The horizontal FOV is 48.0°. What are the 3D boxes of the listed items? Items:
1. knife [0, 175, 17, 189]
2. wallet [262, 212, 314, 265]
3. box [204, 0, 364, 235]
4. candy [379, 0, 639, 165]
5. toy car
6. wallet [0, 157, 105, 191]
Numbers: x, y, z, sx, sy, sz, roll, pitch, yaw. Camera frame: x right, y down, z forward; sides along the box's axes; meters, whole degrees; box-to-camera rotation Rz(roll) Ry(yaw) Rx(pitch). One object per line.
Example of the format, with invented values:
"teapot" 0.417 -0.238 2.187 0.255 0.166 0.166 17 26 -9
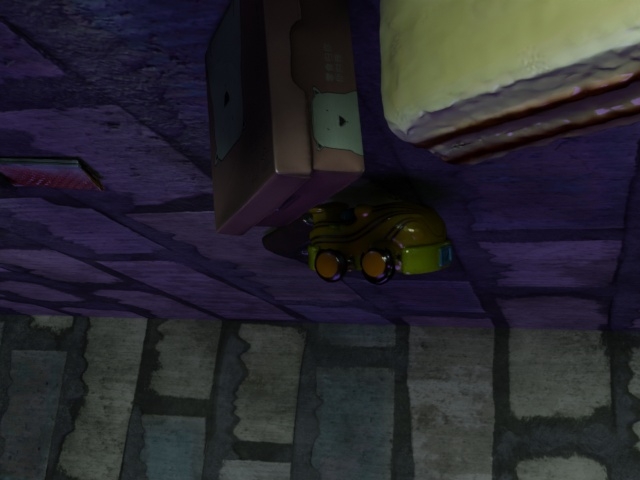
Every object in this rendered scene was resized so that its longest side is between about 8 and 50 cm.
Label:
"knife" -0.591 -0.137 1.167 0.072 0.019 0.245 6 160 13
"wallet" 0.000 0.000 1.443 0.182 0.049 0.229 15 160 -21
"box" -0.043 -0.132 0.702 0.086 0.215 0.215 -1 167 -23
"candy" 0.191 -0.178 0.526 0.320 0.179 0.135 -10 160 44
"toy car" 0.094 -0.012 1.192 0.248 0.142 0.200 -1 -173 29
"wallet" -0.481 -0.114 1.236 0.196 0.020 0.103 3 160 12
